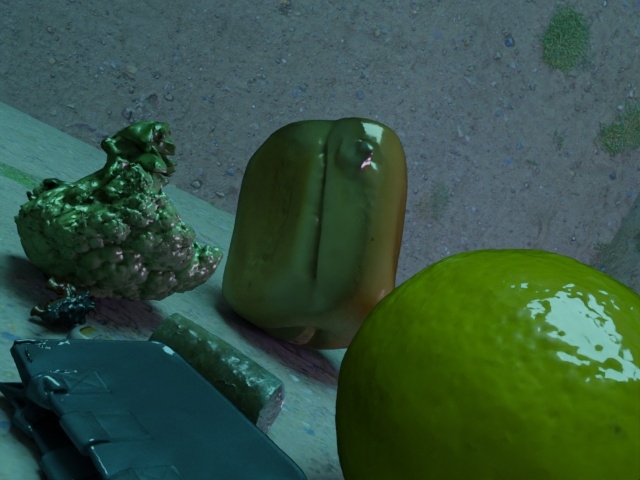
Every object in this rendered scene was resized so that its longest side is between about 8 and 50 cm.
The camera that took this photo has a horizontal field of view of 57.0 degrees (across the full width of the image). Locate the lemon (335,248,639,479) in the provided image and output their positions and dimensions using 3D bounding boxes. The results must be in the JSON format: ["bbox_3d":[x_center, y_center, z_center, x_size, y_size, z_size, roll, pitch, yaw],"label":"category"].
[{"bbox_3d":[0.178,0.171,0.529,0.347,0.348,0.348,28,4,-2],"label":"lemon"}]

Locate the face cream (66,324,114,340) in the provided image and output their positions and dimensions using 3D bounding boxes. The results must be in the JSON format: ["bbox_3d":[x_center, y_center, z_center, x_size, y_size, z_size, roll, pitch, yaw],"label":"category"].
[{"bbox_3d":[-0.225,0.117,0.622,0.083,0.021,0.040,29,5,5],"label":"face cream"}]

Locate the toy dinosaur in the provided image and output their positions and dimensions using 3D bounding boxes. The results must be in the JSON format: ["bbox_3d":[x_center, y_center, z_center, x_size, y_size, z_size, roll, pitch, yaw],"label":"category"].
[{"bbox_3d":[-0.278,0.072,0.643,0.055,0.049,0.154,32,-4,-9],"label":"toy dinosaur"}]

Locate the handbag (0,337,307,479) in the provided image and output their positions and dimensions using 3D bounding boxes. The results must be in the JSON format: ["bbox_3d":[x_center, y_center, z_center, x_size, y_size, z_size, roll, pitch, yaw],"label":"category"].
[{"bbox_3d":[-0.135,0.159,0.456,0.229,0.062,0.179,31,8,35],"label":"handbag"}]

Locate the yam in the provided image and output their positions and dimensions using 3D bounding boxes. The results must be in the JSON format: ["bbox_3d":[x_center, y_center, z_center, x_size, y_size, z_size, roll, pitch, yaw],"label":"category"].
[{"bbox_3d":[-0.115,0.147,0.659,0.169,0.068,0.068,31,5,23],"label":"yam"}]

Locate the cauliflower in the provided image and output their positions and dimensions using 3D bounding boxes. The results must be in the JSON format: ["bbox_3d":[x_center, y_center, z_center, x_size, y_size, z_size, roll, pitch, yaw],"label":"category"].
[{"bbox_3d":[-0.261,-0.046,0.783,0.275,0.251,0.272,6,-9,30],"label":"cauliflower"}]

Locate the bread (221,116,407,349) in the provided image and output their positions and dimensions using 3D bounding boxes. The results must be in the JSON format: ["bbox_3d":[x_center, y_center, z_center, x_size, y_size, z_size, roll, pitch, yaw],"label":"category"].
[{"bbox_3d":[0.000,0.000,1.051,0.347,0.377,0.253,-9,-26,36],"label":"bread"}]
